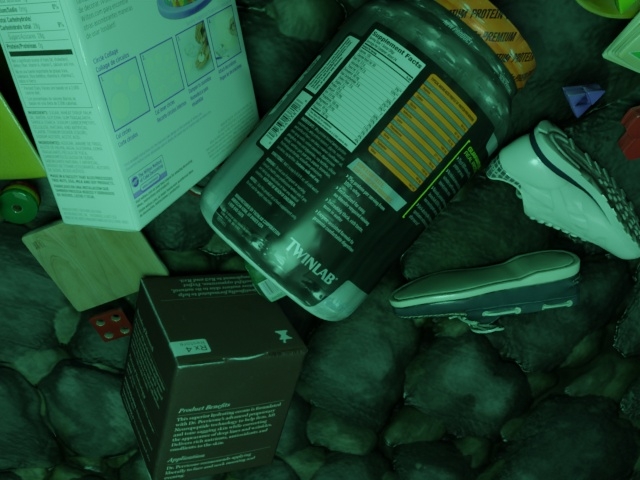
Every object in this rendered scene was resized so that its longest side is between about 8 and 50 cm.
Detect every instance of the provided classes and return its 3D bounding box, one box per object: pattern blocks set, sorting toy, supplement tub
[{"bbox_3d":[0.408,-0.234,0.847,0.285,0.026,0.325,25,128,-39],"label":"pattern blocks set"},{"bbox_3d":[-0.273,0.017,1.006,0.132,0.046,0.274,-20,127,8],"label":"sorting toy"},{"bbox_3d":[0.051,-0.100,0.833,0.207,0.207,0.338,40,92,-24],"label":"supplement tub"}]

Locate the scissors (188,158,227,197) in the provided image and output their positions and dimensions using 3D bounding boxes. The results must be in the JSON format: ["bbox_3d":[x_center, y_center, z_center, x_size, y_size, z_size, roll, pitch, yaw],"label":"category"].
[{"bbox_3d":[-0.231,-0.133,0.940,0.297,0.021,0.109,19,119,-13],"label":"scissors"}]

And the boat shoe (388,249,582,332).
[{"bbox_3d":[0.218,0.075,1.053,0.254,0.095,0.079,-13,111,-6],"label":"boat shoe"}]

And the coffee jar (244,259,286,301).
[{"bbox_3d":[0.000,0.000,0.988,0.184,0.096,0.079,-24,123,10],"label":"coffee jar"}]

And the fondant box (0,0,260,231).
[{"bbox_3d":[-0.180,-0.209,0.750,0.096,0.238,0.330,6,122,26],"label":"fondant box"}]

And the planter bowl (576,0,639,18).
[{"bbox_3d":[0.330,-0.335,0.789,0.217,0.090,0.217,-10,146,-7],"label":"planter bowl"}]

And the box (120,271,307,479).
[{"bbox_3d":[-0.143,0.171,1.017,0.168,0.167,0.203,-2,124,-29],"label":"box"}]

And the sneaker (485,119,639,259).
[{"bbox_3d":[0.312,-0.049,0.995,0.235,0.090,0.095,40,124,-20],"label":"sneaker"}]

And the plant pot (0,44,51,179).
[{"bbox_3d":[-0.352,-0.182,0.803,0.187,0.212,0.212,-12,122,20],"label":"plant pot"}]
